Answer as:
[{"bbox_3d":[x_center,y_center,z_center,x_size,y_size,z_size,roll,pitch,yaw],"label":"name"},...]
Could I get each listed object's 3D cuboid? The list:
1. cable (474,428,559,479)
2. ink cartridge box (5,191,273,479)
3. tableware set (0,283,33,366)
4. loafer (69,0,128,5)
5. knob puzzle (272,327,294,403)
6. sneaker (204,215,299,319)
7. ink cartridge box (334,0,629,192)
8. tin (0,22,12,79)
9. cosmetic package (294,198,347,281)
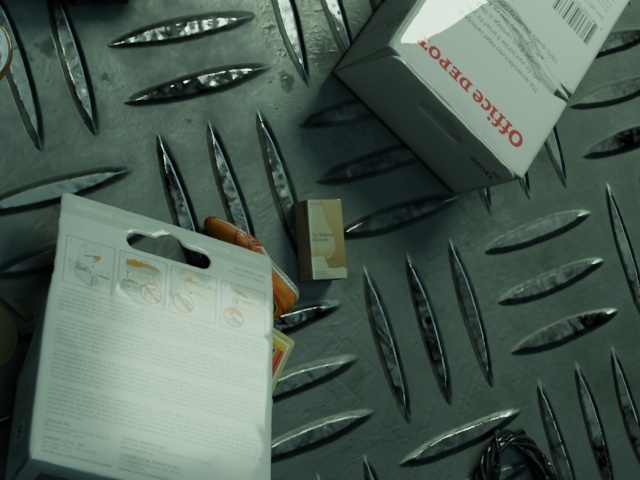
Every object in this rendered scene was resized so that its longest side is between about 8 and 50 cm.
[{"bbox_3d":[0.289,0.371,2.147,0.151,0.047,0.184,-30,102,-25],"label":"cable"},{"bbox_3d":[-0.213,0.152,1.772,0.308,0.091,0.385,18,49,-24],"label":"ink cartridge box"},{"bbox_3d":[-0.455,0.084,1.743,0.194,0.039,0.128,47,52,-24],"label":"tableware set"},{"bbox_3d":[-0.334,-0.347,1.841,0.303,0.109,0.095,12,98,-31],"label":"loafer"},{"bbox_3d":[-0.137,0.177,1.923,0.213,0.030,0.213,4,82,-30],"label":"knob puzzle"},{"bbox_3d":[-0.101,0.038,1.945,0.067,0.064,0.175,-46,104,-16],"label":"sneaker"},{"bbox_3d":[0.247,-0.311,2.131,0.285,0.166,0.395,43,64,-19],"label":"ink cartridge box"},{"bbox_3d":[-0.470,-0.264,1.779,0.190,0.040,0.106,40,70,-20],"label":"tin"},{"bbox_3d":[0.000,0.000,2.019,0.060,0.041,0.115,-3,86,-31],"label":"cosmetic package"}]
